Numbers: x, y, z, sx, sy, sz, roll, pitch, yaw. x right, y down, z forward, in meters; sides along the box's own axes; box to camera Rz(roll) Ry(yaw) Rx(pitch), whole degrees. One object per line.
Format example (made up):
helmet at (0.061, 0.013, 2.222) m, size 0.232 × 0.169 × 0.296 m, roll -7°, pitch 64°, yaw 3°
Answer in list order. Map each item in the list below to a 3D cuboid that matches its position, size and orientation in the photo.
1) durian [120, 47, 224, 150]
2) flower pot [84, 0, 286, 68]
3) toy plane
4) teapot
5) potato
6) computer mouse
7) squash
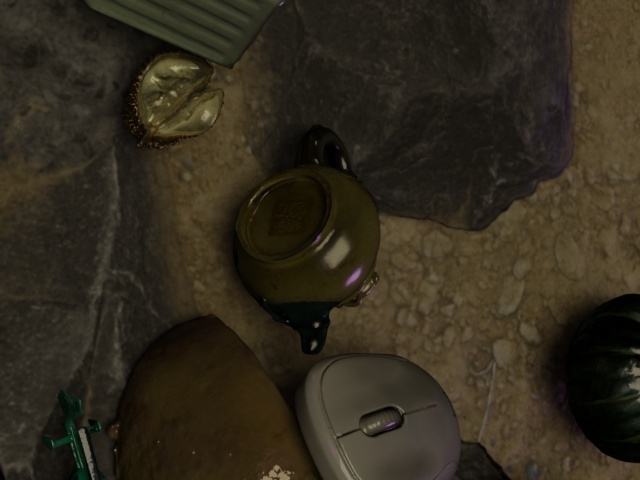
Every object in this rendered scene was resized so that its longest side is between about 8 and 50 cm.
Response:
durian at (-0.178, -0.148, 1.361) m, size 0.110 × 0.071 × 0.140 m, roll 47°, pitch 59°, yaw -21°
flower pot at (-0.135, -0.324, 1.308) m, size 0.189 × 0.239 × 0.209 m, roll 23°, pitch 51°, yaw -21°
toy plane at (-0.251, 0.271, 1.305) m, size 0.060 × 0.096 × 0.235 m, roll -17°, pitch 98°, yaw -24°
teapot at (0.000, 0.000, 1.403) m, size 0.182 × 0.173 × 0.269 m, roll 47°, pitch 44°, yaw -50°
potato at (-0.129, 0.235, 1.309) m, size 0.211 × 0.189 × 0.264 m, roll -22°, pitch 97°, yaw -22°
computer mouse at (0.083, 0.212, 1.357) m, size 0.121 × 0.297 × 0.184 m, roll -25°, pitch 71°, yaw 15°
squash at (0.407, 0.177, 1.554) m, size 0.218 × 0.172 × 0.218 m, roll 3°, pitch 81°, yaw -22°
